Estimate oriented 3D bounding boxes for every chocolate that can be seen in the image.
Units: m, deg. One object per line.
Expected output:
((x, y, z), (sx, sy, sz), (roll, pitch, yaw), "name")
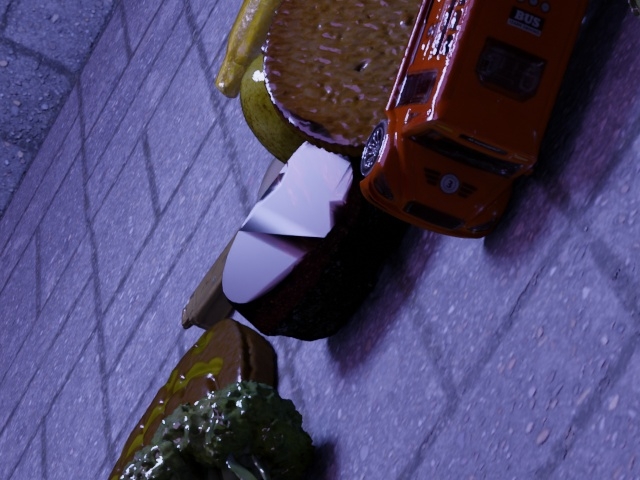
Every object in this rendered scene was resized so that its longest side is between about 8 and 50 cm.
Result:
((-0.096, -0.312, 2.638), (0.219, 0.085, 0.086), (-60, 20, 16), "chocolate")

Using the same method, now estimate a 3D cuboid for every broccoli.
((-0.131, 0.300, 1.806), (0.254, 0.186, 0.302), (-37, 26, 36), "broccoli")

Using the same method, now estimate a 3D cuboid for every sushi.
((0.000, 0.000, 1.905), (0.225, 0.126, 0.136), (-53, 47, 14), "sushi")

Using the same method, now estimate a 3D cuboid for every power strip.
((-0.091, 0.011, 2.279), (0.305, 0.044, 0.064), (-53, 23, 26), "power strip")

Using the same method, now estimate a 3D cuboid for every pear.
((0.014, -0.163, 2.019), (0.197, 0.197, 0.197), (-52, 23, 32), "pear")

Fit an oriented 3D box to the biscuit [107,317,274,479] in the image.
((-0.178, 0.279, 2.127), (0.394, 0.070, 0.350), (-58, 20, 17), "biscuit")

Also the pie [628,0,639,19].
((0.338, -0.269, 1.387), (0.306, 0.071, 0.306), (-37, 42, 42), "pie")

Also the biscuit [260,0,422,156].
((0.083, -0.212, 1.862), (0.305, 0.038, 0.305), (-11, 56, 17), "biscuit")

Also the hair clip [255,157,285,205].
((-0.032, -0.032, 2.100), (0.159, 0.071, 0.218), (-63, 25, 13), "hair clip")

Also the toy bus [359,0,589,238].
((0.157, -0.168, 1.665), (0.153, 0.143, 0.329), (-174, 104, -74), "toy bus")
